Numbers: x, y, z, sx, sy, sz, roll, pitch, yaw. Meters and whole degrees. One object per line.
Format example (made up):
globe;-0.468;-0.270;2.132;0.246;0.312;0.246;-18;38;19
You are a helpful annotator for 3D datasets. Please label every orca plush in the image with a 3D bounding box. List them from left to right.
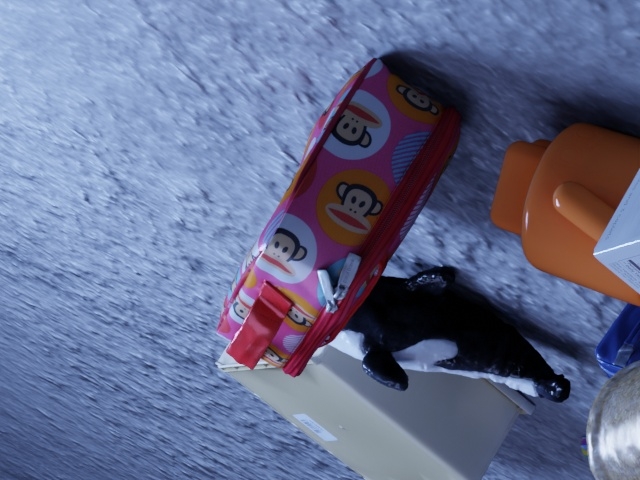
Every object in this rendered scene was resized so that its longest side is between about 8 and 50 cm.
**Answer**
orca plush;0.119;0.082;1.892;0.287;0.151;0.102;25;127;22

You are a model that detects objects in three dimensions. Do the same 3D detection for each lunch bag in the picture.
lunch bag;0.000;0.000;1.651;0.120;0.258;0.293;32;159;0
lunch bag;0.292;0.095;1.688;0.067;0.098;0.065;18;153;42

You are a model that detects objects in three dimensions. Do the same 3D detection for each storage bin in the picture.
storage bin;0.051;0.164;2.128;0.262;0.123;0.260;39;158;-20

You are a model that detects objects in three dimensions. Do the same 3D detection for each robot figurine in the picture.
robot figurine;0.243;-0.015;1.472;0.219;0.128;0.158;20;155;27

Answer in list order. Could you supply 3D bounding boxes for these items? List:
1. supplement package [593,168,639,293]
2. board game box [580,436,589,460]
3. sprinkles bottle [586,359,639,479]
supplement package;0.353;-0.032;1.192;0.198;0.199;0.263;38;158;-13
board game box;0.354;0.269;2.072;0.133;0.033;0.169;44;155;-29
sprinkles bottle;0.288;0.099;1.124;0.121;0.121;0.355;35;158;-8
